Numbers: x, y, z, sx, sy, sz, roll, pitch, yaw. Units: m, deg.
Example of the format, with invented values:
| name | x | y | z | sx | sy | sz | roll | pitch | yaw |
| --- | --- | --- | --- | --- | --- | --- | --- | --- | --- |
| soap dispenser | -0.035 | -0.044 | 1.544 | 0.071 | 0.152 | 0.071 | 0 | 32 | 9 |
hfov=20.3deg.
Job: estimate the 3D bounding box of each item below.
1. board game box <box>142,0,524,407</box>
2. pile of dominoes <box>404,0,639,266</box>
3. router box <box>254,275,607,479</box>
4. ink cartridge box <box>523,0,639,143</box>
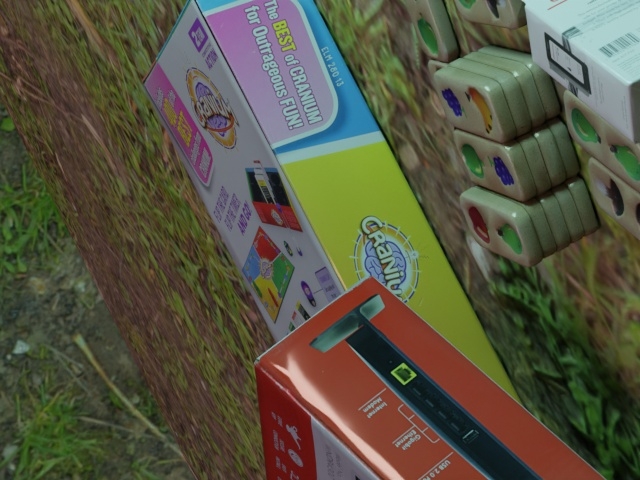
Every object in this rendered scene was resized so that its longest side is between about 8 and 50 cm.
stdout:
| name | x | y | z | sx | sy | sz | roll | pitch | yaw |
| --- | --- | --- | --- | --- | --- | --- | --- | --- | --- |
| board game box | 0.000 | 0.000 | 1.122 | 0.316 | 0.064 | 0.242 | 63 | 165 | 0 |
| pile of dominoes | 0.060 | -0.108 | 0.774 | 0.196 | 0.040 | 0.251 | 30 | 144 | 65 |
| router box | 0.099 | 0.221 | 0.952 | 0.301 | 0.082 | 0.335 | 41 | 154 | 28 |
| ink cartridge box | 0.108 | -0.074 | 0.647 | 0.083 | 0.048 | 0.028 | 49 | 160 | 46 |
